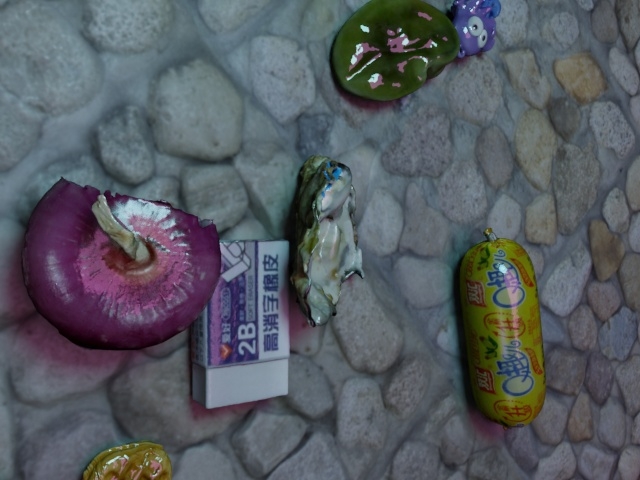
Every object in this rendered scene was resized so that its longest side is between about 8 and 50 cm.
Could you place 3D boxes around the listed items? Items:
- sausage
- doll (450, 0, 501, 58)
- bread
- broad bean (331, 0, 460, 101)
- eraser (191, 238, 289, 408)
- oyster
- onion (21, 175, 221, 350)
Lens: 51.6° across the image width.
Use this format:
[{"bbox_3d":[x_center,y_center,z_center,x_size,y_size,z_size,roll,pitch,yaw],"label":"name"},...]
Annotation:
[{"bbox_3d":[0.298,0.149,1.081,0.123,0.123,0.347,-13,99,-30],"label":"sausage"},{"bbox_3d":[0.255,-0.373,1.074,0.110,0.067,0.205,42,60,-35],"label":"doll"},{"bbox_3d":[-0.236,0.290,0.810,0.111,0.044,0.083,-2,89,-33],"label":"bread"},{"bbox_3d":[0.113,-0.288,0.985,0.207,0.072,0.153,-18,88,-28],"label":"broad bean"},{"bbox_3d":[-0.105,0.103,0.868,0.125,0.068,0.210,-2,92,-35],"label":"eraser"},{"bbox_3d":[0.000,0.000,0.891,0.223,0.083,0.214,-42,129,-68],"label":"oyster"},{"bbox_3d":[-0.222,0.034,0.740,0.207,0.201,0.200,11,86,-52],"label":"onion"}]
